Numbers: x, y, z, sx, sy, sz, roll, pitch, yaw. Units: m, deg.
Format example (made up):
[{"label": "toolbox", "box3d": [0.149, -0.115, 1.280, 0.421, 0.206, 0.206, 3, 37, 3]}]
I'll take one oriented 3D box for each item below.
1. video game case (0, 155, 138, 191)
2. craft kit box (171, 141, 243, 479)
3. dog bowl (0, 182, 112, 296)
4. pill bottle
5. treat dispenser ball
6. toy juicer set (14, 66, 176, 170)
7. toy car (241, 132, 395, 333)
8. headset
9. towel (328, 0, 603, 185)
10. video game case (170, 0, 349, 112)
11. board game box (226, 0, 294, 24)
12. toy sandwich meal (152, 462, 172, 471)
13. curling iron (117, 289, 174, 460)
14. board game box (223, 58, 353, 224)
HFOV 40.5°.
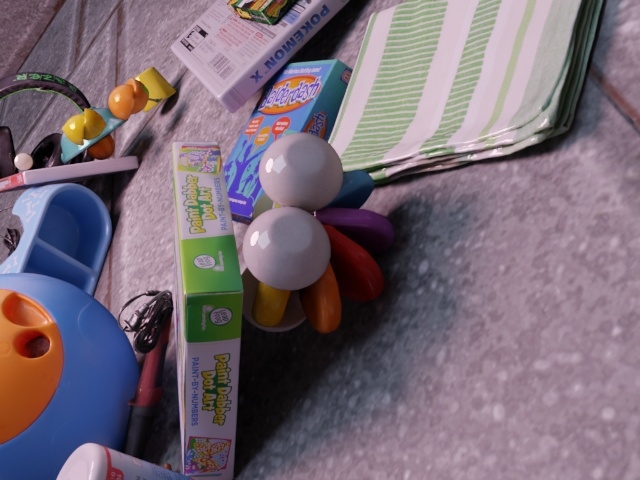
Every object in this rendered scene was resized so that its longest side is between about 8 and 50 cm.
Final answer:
[{"label": "video game case", "box3d": [-0.482, -0.118, 1.601, 0.285, 0.204, 0.025, -3, 98, 57]}, {"label": "craft kit box", "box3d": [-0.119, 0.067, 0.875, 0.250, 0.061, 0.246, -106, 15, -51]}, {"label": "dog bowl", "box3d": [-0.436, 0.033, 1.423, 0.074, 0.166, 0.297, -16, 50, 37]}, {"label": "pill bottle", "box3d": [-0.158, 0.249, 0.792, 0.087, 0.160, 0.087, -38, 37, 35]}, {"label": "treat dispenser ball", "box3d": [-0.361, 0.182, 1.035, 0.288, 0.288, 0.288, -37, 37, 35]}, {"label": "toy juicer set", "box3d": [-0.404, -0.173, 1.505, 0.329, 0.089, 0.209, -31, 14, 10]}, {"label": "toy car", "box3d": [0.000, 0.000, 0.799, 0.159, 0.136, 0.182, 107, 173, -64]}, {"label": "headset", "box3d": [-0.592, -0.141, 1.758, 0.394, 0.243, 0.185, -66, 34, 29]}, {"label": "towel", "box3d": [0.127, -0.173, 0.847, 0.325, 0.038, 0.248, -10, 55, 54]}, {"label": "video game case", "box3d": [-0.067, -0.333, 1.225, 0.300, 0.036, 0.329, -44, 30, 2]}, {"label": "board game box", "box3d": [-0.010, -0.396, 1.168, 0.259, 0.030, 0.136, -48, 29, -5]}, {"label": "toy sandwich meal", "box3d": [-0.189, 0.281, 0.945, 0.085, 0.029, 0.085, -37, 37, 35]}, {"label": "curling iron", "box3d": [-0.205, 0.176, 0.962, 0.035, 0.068, 0.274, 29, 116, 37]}, {"label": "board game box", "box3d": [-0.049, -0.117, 1.058, 0.160, 0.047, 0.210, 14, 75, 60]}]
